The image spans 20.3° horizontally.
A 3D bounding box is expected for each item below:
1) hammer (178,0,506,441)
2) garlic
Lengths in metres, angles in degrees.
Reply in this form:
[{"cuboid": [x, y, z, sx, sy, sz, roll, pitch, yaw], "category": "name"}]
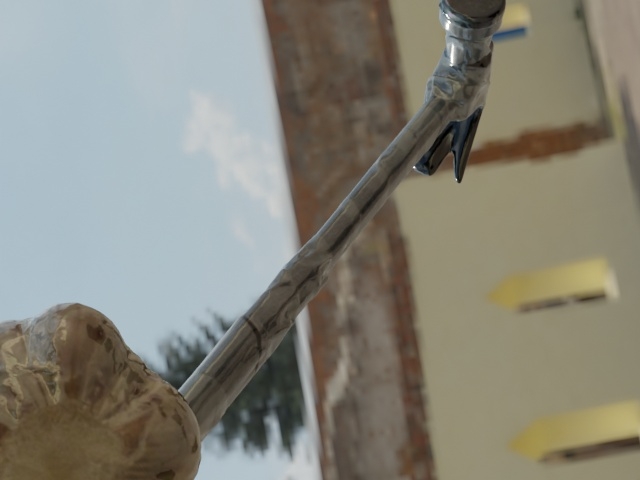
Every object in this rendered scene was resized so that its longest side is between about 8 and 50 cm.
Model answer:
[{"cuboid": [0.001, 0.000, 1.130, 0.427, 0.044, 0.152, -49, -24, -37], "category": "hammer"}, {"cuboid": [-0.130, 0.115, 0.864, 0.102, 0.147, 0.159, 140, 114, -71], "category": "garlic"}]
